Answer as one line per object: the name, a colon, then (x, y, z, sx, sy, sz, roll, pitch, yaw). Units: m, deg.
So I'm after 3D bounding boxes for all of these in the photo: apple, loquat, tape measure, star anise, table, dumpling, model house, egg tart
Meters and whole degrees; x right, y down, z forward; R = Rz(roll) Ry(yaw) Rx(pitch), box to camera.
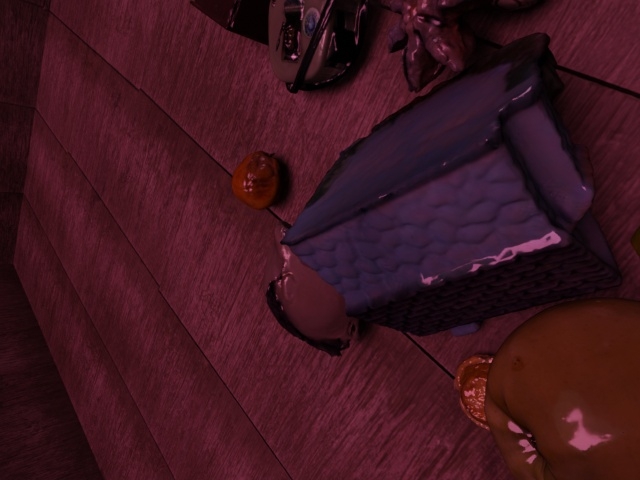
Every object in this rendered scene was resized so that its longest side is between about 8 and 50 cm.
apple: (0.328, 0.198, 0.477, 0.263, 0.263, 0.262, 3, 94, 41)
loquat: (-0.142, -0.139, 0.978, 0.137, 0.113, 0.137, -36, 47, 51)
tape measure: (-0.011, -0.395, 0.818, 0.235, 0.115, 0.206, 18, 111, 48)
star anise: (0.156, -0.337, 0.619, 0.229, 0.093, 0.236, 147, 107, -69)
table: (-0.147, -0.554, 0.911, 0.169, 0.173, 0.193, 46, 120, 30)
dumpling: (-0.032, 0.092, 0.800, 0.205, 0.163, 0.292, 24, 149, 52)
model house: (0.212, -0.020, 0.594, 0.360, 0.297, 0.339, -27, 111, 38)
egg tart: (0.268, 0.245, 0.672, 0.129, 0.049, 0.128, 4, 96, 40)

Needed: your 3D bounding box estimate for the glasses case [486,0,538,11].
glasses case: (0.204, -0.458, 0.664, 0.355, 0.085, 0.137, 38, 118, 34)

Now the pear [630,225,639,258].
pear: (0.458, -0.007, 0.360, 0.282, 0.287, 0.176, -45, 45, 34)
